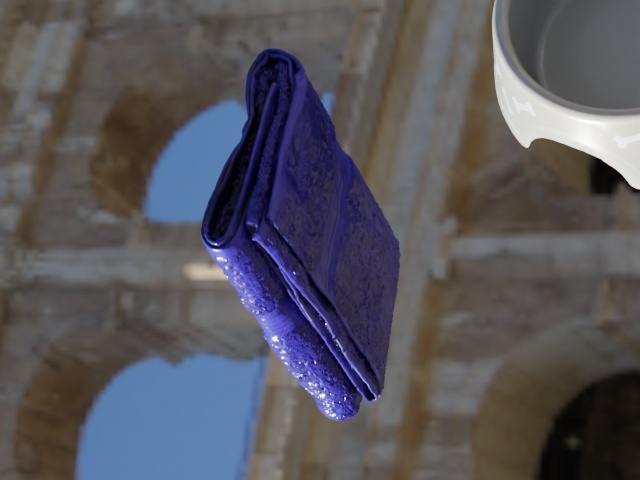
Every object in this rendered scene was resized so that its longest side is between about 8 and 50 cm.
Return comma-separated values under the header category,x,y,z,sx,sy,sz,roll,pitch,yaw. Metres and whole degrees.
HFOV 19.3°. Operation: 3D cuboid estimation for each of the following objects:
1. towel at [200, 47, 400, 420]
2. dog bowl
category,x,y,z,sx,sy,sz,roll,pitch,yaw
towel,0.000,0.000,1.735,0.308,0.076,0.227,59,-142,-48
dog bowl,0.339,-0.226,1.970,0.102,0.349,0.348,58,-136,-53
